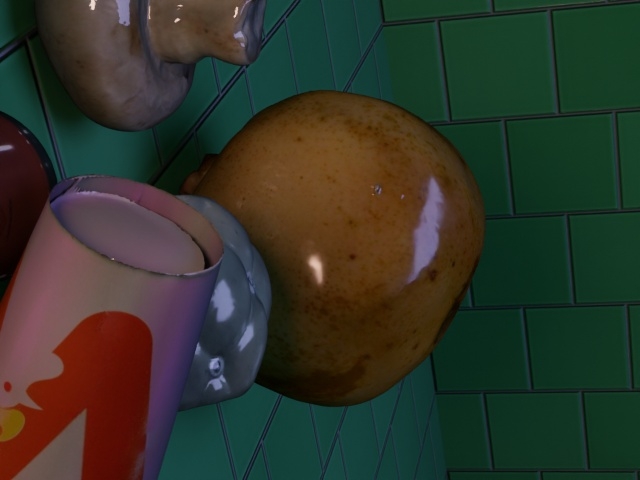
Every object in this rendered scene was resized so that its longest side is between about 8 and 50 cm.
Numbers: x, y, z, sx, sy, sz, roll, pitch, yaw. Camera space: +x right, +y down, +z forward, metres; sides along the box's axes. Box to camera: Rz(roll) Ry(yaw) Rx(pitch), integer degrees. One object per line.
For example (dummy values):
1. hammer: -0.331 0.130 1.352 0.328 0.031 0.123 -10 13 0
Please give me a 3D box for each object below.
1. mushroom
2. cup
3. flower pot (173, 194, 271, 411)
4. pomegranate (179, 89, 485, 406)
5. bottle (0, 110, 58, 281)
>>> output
1. mushroom: -0.162 -0.232 1.262 0.243 0.243 0.244 -3 90 -75
2. cup: -0.186 0.105 0.953 0.288 0.203 0.203 -65 176 24
3. flower pot: -0.166 0.061 1.183 0.246 0.246 0.195 -8 88 -75
4. pomegranate: 0.000 0.000 1.547 0.416 0.416 0.417 -3 90 -75
5. bottle: -0.311 -0.014 0.832 0.336 0.144 0.144 -29 115 -72
